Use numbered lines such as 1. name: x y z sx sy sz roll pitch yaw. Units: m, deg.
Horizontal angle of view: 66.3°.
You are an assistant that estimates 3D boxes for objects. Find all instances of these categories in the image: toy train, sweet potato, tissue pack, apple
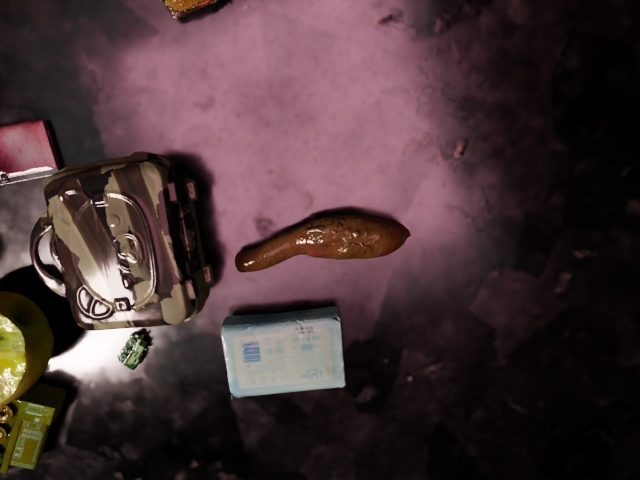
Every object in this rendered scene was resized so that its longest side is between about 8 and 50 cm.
1. toy train: -0.695 0.437 1.140 0.137 0.090 0.226 20 105 -15
2. sweet potato: 0.000 0.000 1.053 0.384 0.109 0.109 -7 102 6
3. tissue pack: -0.081 0.250 1.109 0.263 0.089 0.177 -6 103 -2
4. toy train: -0.431 0.254 1.132 0.053 0.033 0.083 33 99 -12
5. apple: -0.691 0.224 1.014 0.226 0.246 0.246 -29 100 2

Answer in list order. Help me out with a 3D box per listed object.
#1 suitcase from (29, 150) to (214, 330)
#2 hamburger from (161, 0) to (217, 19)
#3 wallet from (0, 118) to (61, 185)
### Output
1. suitcase: -0.411 0.006 1.004 0.338 0.194 0.352 -7 101 7
2. hamburger: -0.253 -0.522 0.947 0.165 0.087 0.137 -29 100 5
3. wallet: -0.683 -0.179 1.045 0.232 0.025 0.120 -11 101 1
